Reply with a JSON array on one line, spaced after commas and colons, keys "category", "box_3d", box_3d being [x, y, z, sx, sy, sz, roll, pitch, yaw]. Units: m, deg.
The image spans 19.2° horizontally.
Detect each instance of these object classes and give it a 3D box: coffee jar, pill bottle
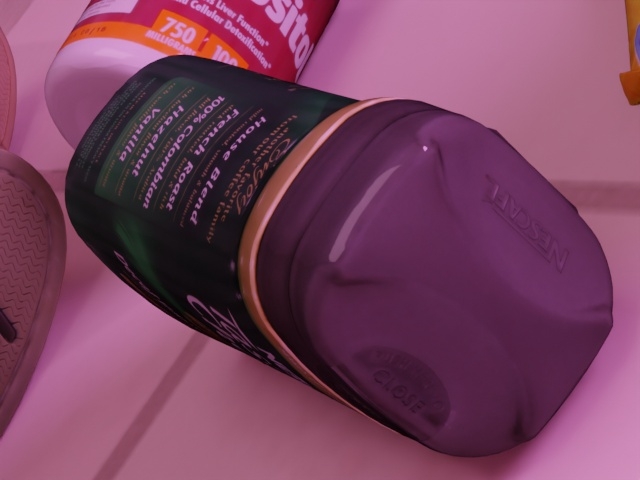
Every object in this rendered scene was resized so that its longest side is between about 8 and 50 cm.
[{"category": "coffee jar", "box_3d": [0.000, 0.000, 0.549, 0.079, 0.096, 0.184, -54, 27, -9]}, {"category": "pill bottle", "box_3d": [-0.040, -0.096, 0.746, 0.086, 0.086, 0.152, -13, 42, 47]}]

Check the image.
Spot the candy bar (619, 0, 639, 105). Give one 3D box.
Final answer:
[{"category": "candy bar", "box_3d": [0.110, -0.101, 0.604, 0.040, 0.018, 0.161, -29, 37, 29]}]

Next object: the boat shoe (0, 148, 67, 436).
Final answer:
[{"category": "boat shoe", "box_3d": [-0.210, 0.088, 0.709, 0.103, 0.113, 0.302, 4, 56, 49]}]

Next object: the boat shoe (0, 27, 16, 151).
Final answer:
[{"category": "boat shoe", "box_3d": [-0.225, -0.004, 0.869, 0.092, 0.103, 0.285, -18, 45, 37]}]
